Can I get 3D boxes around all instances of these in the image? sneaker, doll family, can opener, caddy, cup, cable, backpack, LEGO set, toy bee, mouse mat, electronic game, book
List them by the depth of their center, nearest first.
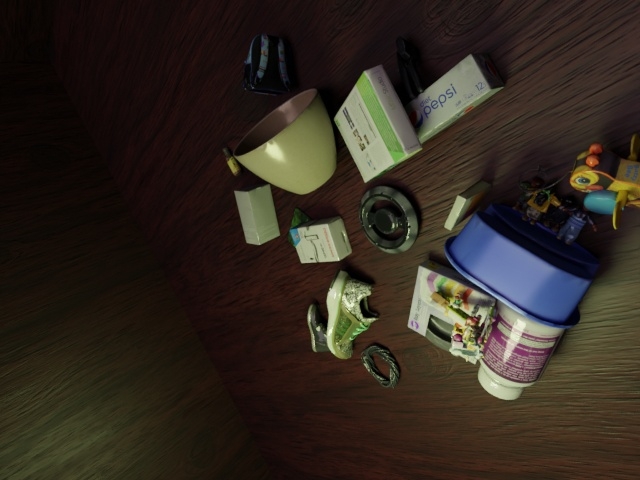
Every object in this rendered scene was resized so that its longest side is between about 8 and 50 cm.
[{"bbox_3d":[0.566,-0.117,0.791,0.299,0.162,0.195,-6,67,21],"label":"toy bee"},{"bbox_3d":[0.547,-0.077,0.936,0.193,0.076,0.111,34,128,22],"label":"doll family"},{"bbox_3d":[0.468,0.061,0.958,0.341,0.241,0.179,38,125,26],"label":"caddy"},{"bbox_3d":[0.224,-0.434,1.027,0.059,0.073,0.185,-33,56,47],"label":"can opener"},{"bbox_3d":[0.380,-0.091,1.037,0.035,0.144,0.096,36,132,27],"label":"book"},{"bbox_3d":[0.387,0.195,1.063,0.132,0.287,0.107,13,112,-1],"label":"LEGO set"},{"bbox_3d":[0.215,-0.066,1.291,0.229,0.048,0.229,25,127,37],"label":"electronic game"},{"bbox_3d":[-0.078,-0.291,1.303,0.331,0.331,0.237,-7,132,47],"label":"cup"},{"bbox_3d":[-0.178,-0.582,1.334,0.117,0.158,0.173,22,114,58],"label":"backpack"},{"bbox_3d":[0.128,0.309,1.528,0.182,0.158,0.409,10,124,22],"label":"sneaker"},{"bbox_3d":[0.246,0.495,1.576,0.184,0.047,0.150,56,134,11],"label":"cable"},{"bbox_3d":[-0.069,-0.026,1.634,0.153,0.007,0.189,39,135,24],"label":"mouse mat"},{"bbox_3d":[0.020,0.372,1.721,0.118,0.083,0.221,-3,102,26],"label":"sneaker"}]

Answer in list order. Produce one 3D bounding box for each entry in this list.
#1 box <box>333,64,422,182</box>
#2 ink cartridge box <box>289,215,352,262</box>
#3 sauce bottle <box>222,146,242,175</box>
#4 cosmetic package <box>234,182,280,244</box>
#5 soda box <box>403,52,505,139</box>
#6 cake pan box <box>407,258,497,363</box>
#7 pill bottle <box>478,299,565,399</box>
[{"bbox_3d":[0.145,-0.304,1.119,0.232,0.059,0.322,63,169,-2],"label":"box"},{"bbox_3d":[0.000,0.000,1.511,0.203,0.086,0.148,-7,106,45],"label":"ink cartridge box"},{"bbox_3d":[-0.388,-0.345,1.754,0.042,0.042,0.128,-28,92,49],"label":"sauce bottle"},{"bbox_3d":[-0.264,-0.114,1.693,0.107,0.127,0.237,6,113,43],"label":"cosmetic package"},{"bbox_3d":[0.304,-0.341,1.018,0.286,0.091,0.098,-31,86,49],"label":"soda box"},{"bbox_3d":[0.404,0.219,1.242,0.246,0.070,0.266,28,129,35],"label":"cake pan box"},{"bbox_3d":[0.524,0.278,1.074,0.169,0.169,0.301,28,128,33],"label":"pill bottle"}]
